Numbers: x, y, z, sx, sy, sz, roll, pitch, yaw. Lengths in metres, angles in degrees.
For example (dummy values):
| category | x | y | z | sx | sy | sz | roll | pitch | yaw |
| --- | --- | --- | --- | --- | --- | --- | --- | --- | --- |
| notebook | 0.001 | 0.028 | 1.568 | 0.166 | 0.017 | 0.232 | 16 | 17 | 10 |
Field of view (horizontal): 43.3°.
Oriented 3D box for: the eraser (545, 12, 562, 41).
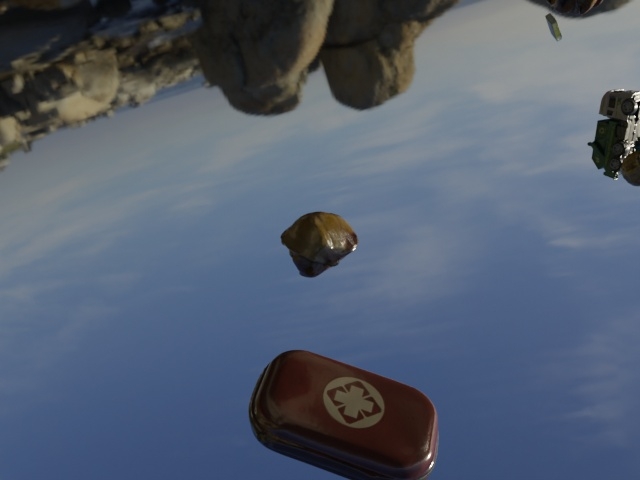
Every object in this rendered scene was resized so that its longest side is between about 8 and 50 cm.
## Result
| category | x | y | z | sx | sy | sz | roll | pitch | yaw |
| --- | --- | --- | --- | --- | --- | --- | --- | --- | --- |
| eraser | 0.635 | -0.579 | 2.194 | 0.019 | 0.038 | 0.083 | -33 | 146 | 10 |

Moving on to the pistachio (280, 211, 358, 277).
| category | x | y | z | sx | sy | sz | roll | pitch | yaw |
| --- | --- | --- | --- | --- | --- | --- | --- | --- | --- |
| pistachio | 0.000 | 0.000 | 1.708 | 0.165 | 0.131 | 0.210 | 11 | -150 | 8 |

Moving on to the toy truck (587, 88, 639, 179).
| category | x | y | z | sx | sy | sz | roll | pitch | yaw |
| --- | --- | --- | --- | --- | --- | --- | --- | --- | --- |
| toy truck | 0.737 | -0.268 | 2.002 | 0.110 | 0.216 | 0.116 | -14 | -153 | -38 |

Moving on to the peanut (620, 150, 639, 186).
| category | x | y | z | sx | sy | sz | roll | pitch | yaw |
| --- | --- | --- | --- | --- | --- | --- | --- | --- | --- |
| peanut | 0.740 | -0.175 | 1.834 | 0.089 | 0.089 | 0.193 | -19 | 167 | -8 |

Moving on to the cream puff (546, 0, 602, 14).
| category | x | y | z | sx | sy | sz | roll | pitch | yaw |
| --- | --- | --- | --- | --- | --- | --- | --- | --- | --- |
| cream puff | 0.437 | -0.448 | 1.362 | 0.104 | 0.133 | 0.119 | 7 | -169 | -5 |

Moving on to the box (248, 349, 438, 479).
| category | x | y | z | sx | sy | sz | roll | pitch | yaw |
| --- | --- | --- | --- | --- | --- | --- | --- | --- | --- |
| box | 0.053 | 0.371 | 1.685 | 0.403 | 0.108 | 0.263 | 18 | -142 | 1 |
